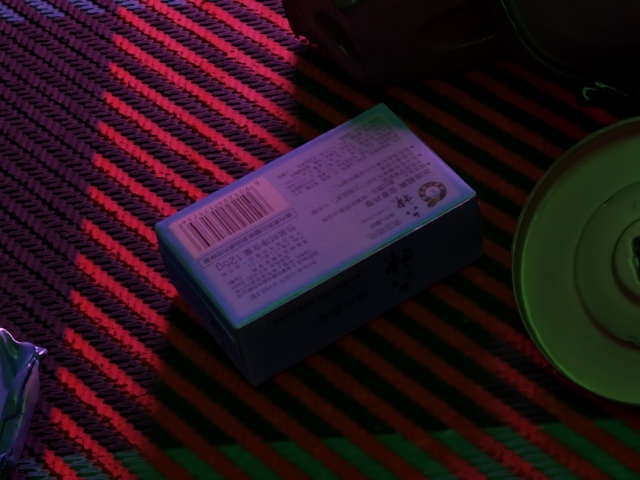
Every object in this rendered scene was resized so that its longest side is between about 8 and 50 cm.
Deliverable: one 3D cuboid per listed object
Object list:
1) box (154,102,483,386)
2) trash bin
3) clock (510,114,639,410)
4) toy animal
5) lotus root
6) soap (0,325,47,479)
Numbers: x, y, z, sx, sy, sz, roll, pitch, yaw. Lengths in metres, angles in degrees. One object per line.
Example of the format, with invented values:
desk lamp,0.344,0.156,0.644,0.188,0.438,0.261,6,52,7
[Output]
box,0.000,0.000,1.439,0.232,0.083,0.142,-28,48,-16
trash bin,0.280,-0.253,1.414,0.220,0.219,0.250,-15,1,-26
clock,0.260,0.015,1.336,0.235,0.029,0.235,-6,72,19
toy animal,0.273,-0.030,1.406,0.117,0.121,0.210,-28,52,12
lotus root,0.127,-0.250,1.603,0.314,0.142,0.210,-21,46,-10
soap,-0.363,0.134,1.393,0.293,0.077,0.156,4,49,14
